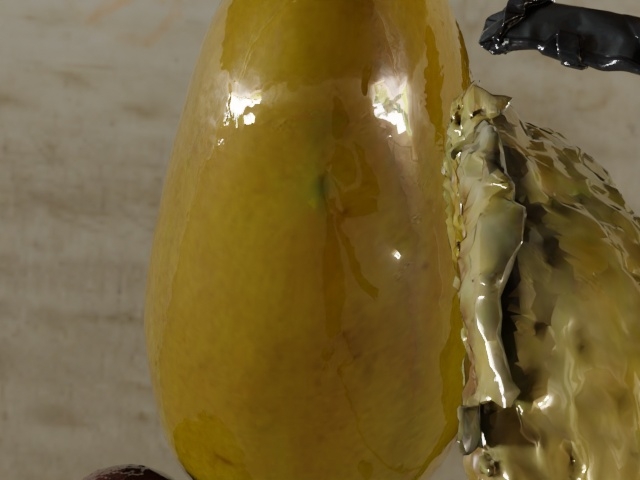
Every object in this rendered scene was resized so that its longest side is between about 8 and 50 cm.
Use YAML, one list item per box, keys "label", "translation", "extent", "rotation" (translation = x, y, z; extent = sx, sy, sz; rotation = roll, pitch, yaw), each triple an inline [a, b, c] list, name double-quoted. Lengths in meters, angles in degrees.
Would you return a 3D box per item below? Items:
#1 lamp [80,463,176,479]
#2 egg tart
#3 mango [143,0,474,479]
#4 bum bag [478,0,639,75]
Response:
- label: "lamp"
  translation: [-0.141, 0.227, 0.919]
  extent: [0.135, 0.157, 0.156]
  rotation: [4, 143, 0]
- label: "egg tart"
  translation: [0.083, 0.062, 0.426]
  extent: [0.098, 0.232, 0.252]
  rotation: [-6, 166, 7]
- label: "mango"
  translation: [0.000, 0.000, 0.916]
  extent: [0.232, 0.446, 0.300]
  rotation: [9, -140, 10]
- label: "bum bag"
  translation: [0.247, -0.196, 1.291]
  extent: [0.197, 0.049, 0.087]
  rotation: [16, -138, 25]
